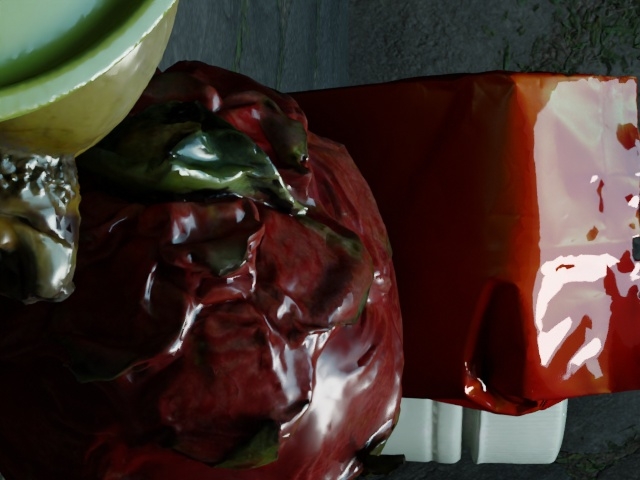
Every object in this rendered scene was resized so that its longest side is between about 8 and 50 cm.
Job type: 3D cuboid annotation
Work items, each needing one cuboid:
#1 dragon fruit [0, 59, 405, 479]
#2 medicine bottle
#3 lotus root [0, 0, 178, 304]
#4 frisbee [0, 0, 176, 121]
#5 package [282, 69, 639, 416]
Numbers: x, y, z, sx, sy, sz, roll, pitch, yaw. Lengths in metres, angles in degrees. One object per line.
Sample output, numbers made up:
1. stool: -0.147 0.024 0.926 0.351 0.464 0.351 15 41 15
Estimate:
1. dragon fruit: -0.067 0.035 0.722 0.299 0.244 0.244 146 -53 -87
2. medicine bottle: 0.038 0.089 1.203 0.190 0.332 0.190 3 90 -83
3. lotus root: -0.122 -0.147 0.551 0.169 0.151 0.342 -143 -122 -82
4. frisbee: -0.125 -0.150 0.430 0.236 0.017 0.236 -5 98 -38
5. package: 0.001 0.000 0.893 0.123 0.423 0.196 -6 95 -51
